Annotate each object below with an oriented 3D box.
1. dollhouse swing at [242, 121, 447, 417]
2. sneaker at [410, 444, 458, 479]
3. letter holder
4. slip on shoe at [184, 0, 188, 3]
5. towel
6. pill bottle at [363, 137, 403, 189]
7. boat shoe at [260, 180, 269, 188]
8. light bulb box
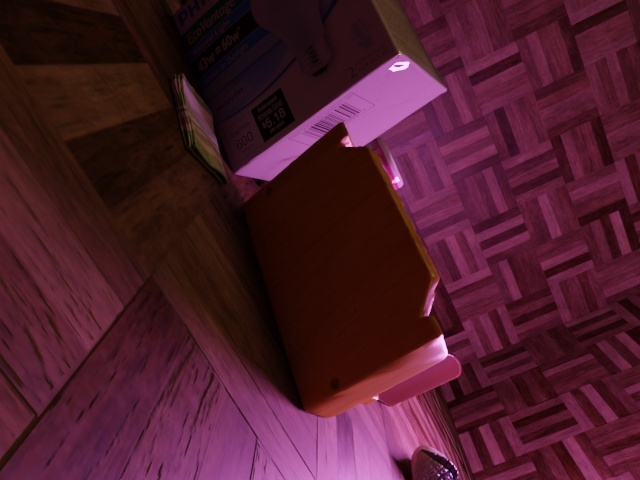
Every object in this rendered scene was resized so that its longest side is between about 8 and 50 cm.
[{"bbox_3d":[0.075,0.072,0.851,0.305,0.315,0.346,20,41,-49],"label":"dollhouse swing"},{"bbox_3d":[0.263,0.559,1.249,0.129,0.111,0.297,51,-9,49],"label":"sneaker"},{"bbox_3d":[0.202,0.266,1.236,0.302,0.215,0.151,49,18,-60],"label":"letter holder"},{"bbox_3d":[-0.280,-0.621,1.201,0.101,0.123,0.331,44,27,-58],"label":"slip on shoe"},{"bbox_3d":[-0.181,-0.170,0.802,0.113,0.023,0.151,49,18,-59],"label":"towel"},{"bbox_3d":[0.085,-0.173,1.548,0.160,0.283,0.160,63,8,-16],"label":"pill bottle"},{"bbox_3d":[-0.089,-0.101,1.121,0.056,0.048,0.153,41,-6,18],"label":"boat shoe"},{"bbox_3d":[-0.029,-0.347,0.965,0.225,0.358,0.360,3,59,-59],"label":"light bulb box"}]
